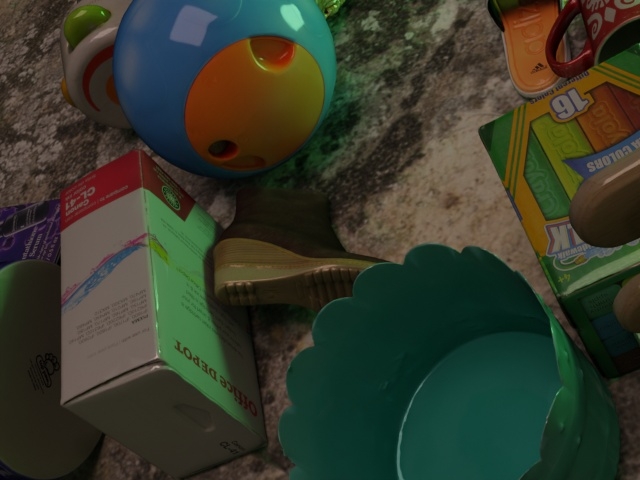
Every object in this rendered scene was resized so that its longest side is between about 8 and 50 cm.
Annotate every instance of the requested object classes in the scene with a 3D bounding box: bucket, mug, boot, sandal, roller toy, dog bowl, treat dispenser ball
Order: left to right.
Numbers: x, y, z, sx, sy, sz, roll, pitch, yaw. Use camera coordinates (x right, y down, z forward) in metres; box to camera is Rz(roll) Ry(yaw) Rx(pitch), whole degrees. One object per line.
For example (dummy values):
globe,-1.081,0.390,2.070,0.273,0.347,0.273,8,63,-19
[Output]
dog bowl,-0.365,0.156,1.103,0.104,0.265,0.264,-10,54,22
roller toy,-0.299,-0.281,1.430,0.191,0.209,0.146,-4,45,-19
treat dispenser ball,-0.123,-0.223,1.210,0.288,0.288,0.288,-16,51,21
boot,0.000,0.000,1.112,0.249,0.090,0.206,3,38,6
bucket,0.120,0.161,0.836,0.281,0.183,0.281,-20,54,29
sandal,0.261,-0.298,1.175,0.102,0.076,0.265,-18,50,19
mug,0.337,-0.266,1.076,0.150,0.113,0.169,-2,49,0

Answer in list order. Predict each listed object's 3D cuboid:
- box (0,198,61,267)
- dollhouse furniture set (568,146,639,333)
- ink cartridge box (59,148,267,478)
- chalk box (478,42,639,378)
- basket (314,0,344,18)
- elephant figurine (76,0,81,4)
box,-0.407,0.037,1.322,0.207,0.108,0.153,-7,56,27
dollhouse furniture set,0.294,0.181,0.593,0.256,0.394,0.362,-31,47,9
ink cartridge box,-0.183,0.083,1.071,0.131,0.226,0.306,-24,48,14
chalk box,0.296,-0.002,0.871,0.180,0.179,0.289,-28,48,13
basket,-0.073,-0.461,1.404,0.223,0.213,0.299,-2,58,34
elephant figurine,-0.313,-0.513,1.594,0.169,0.186,0.239,12,74,-12
